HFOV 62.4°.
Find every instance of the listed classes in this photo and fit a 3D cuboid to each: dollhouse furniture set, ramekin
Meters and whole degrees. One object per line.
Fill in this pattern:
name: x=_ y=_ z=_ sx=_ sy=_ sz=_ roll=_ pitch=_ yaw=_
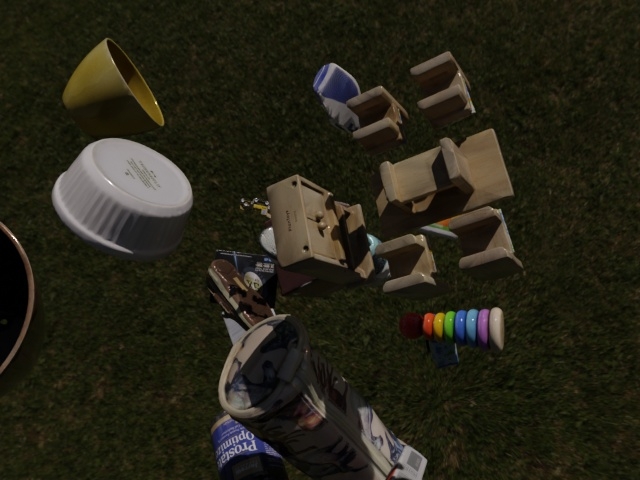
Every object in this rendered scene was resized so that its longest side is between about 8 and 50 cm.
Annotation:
dollhouse furniture set: x=0.089 y=-0.037 z=0.592 sx=0.242 sy=0.161 sz=0.212 roll=-20 pitch=70 yaw=26
ramekin: x=-0.390 y=-0.095 z=1.087 sx=0.273 sy=0.273 sz=0.127 roll=49 pitch=118 yaw=21

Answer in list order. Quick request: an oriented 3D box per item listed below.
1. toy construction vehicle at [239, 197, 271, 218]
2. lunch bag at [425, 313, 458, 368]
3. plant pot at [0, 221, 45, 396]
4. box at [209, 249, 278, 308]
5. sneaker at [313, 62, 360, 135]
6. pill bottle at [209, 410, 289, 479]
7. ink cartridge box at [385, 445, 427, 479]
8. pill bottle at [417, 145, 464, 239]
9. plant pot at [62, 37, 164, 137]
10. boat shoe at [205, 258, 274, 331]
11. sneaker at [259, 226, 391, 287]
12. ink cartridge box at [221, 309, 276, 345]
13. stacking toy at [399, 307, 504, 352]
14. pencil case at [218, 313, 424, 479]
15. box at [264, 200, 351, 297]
toy construction vehicle: x=-0.131 y=-0.068 z=1.185 sx=0.098 sy=0.086 sz=0.035 roll=15 pitch=84 yaw=-16
lunch bag: x=0.418 y=0.349 z=1.859 sx=0.096 sy=0.128 sz=0.151 roll=-13 pitch=27 yaw=5
plant pot: x=-0.389 y=0.097 z=0.565 sx=0.216 sy=0.230 sz=0.215 roll=4 pitch=69 yaw=-10
box: x=-0.214 y=0.111 z=1.479 sx=0.180 sy=0.077 sz=0.147 roll=8 pitch=81 yaw=-13
sneaker: x=0.066 y=-0.395 z=1.595 sx=0.127 sy=0.315 sz=0.182 roll=-55 pitch=42 yaw=0
pill bottle: x=-0.127 y=0.425 z=0.980 sx=0.123 sy=0.122 sz=0.219 roll=-31 pitch=45 yaw=2
ink cartridge box: x=0.077 y=0.388 z=0.728 sx=0.045 sy=0.145 sz=0.179 roll=35 pitch=103 yaw=14
pill bottle: x=0.350 y=-0.134 z=1.491 sx=0.136 sy=0.136 sz=0.245 roll=15 pitch=92 yaw=16
plant pot: x=-0.298 y=-0.197 z=0.741 sx=0.095 sy=0.134 sz=0.134 roll=-29 pitch=69 yaw=2
boat shoe: x=-0.209 y=0.168 z=1.354 sx=0.257 sy=0.095 sz=0.095 roll=51 pitch=122 yaw=25
sneaker: x=0.000 y=0.000 z=1.007 sx=0.283 sy=0.122 sz=0.110 roll=9 pitch=67 yaw=25
ink cartridge box: x=-0.253 y=0.315 z=1.953 sx=0.223 sy=0.045 sz=0.224 roll=-37 pitch=64 yaw=30
stacking toy: x=0.413 y=0.282 z=1.702 sx=0.330 sy=0.141 sz=0.141 roll=-2 pitch=73 yaw=24
pencil case: x=0.014 y=0.290 z=0.814 sx=0.184 sy=0.410 sz=0.160 roll=-8 pitch=41 yaw=40
box: x=-0.009 y=0.020 z=1.323 sx=0.168 sy=0.167 sz=0.203 roll=-27 pitch=68 yaw=33
